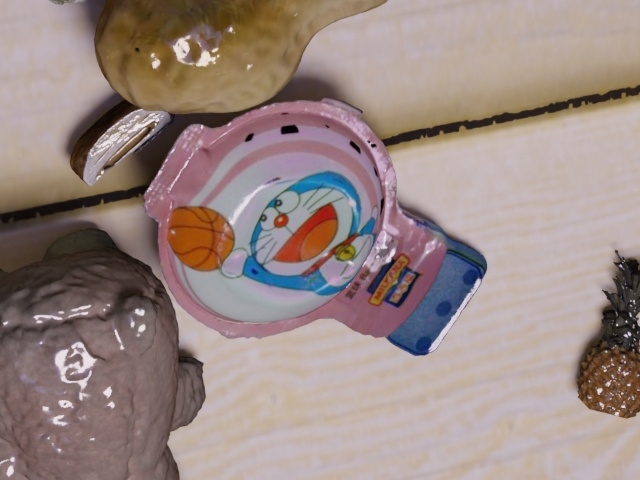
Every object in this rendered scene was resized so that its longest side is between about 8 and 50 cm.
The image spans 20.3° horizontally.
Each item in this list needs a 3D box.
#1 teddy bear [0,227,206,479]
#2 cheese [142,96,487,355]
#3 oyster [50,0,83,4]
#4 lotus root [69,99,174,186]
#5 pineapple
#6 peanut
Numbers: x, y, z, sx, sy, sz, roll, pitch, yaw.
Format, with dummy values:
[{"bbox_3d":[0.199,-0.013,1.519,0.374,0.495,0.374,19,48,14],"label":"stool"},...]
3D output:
[{"bbox_3d":[-0.168,0.132,1.221,0.236,0.151,0.267,-20,125,-37],"label":"teddy bear"},{"bbox_3d":[0.000,0.000,1.266,0.286,0.074,0.189,28,102,-34],"label":"cheese"},{"bbox_3d":[-0.171,-0.198,1.181,0.100,0.037,0.098,36,77,-2],"label":"oyster"},{"bbox_3d":[-0.138,-0.076,1.221,0.083,0.037,0.030,-38,120,4],"label":"lotus root"},{"bbox_3d":[0.234,0.072,1.367,0.058,0.058,0.124,11,99,-18],"label":"pineapple"},{"bbox_3d":[-0.038,-0.161,1.183,0.236,0.110,0.120,-27,70,-9],"label":"peanut"}]
